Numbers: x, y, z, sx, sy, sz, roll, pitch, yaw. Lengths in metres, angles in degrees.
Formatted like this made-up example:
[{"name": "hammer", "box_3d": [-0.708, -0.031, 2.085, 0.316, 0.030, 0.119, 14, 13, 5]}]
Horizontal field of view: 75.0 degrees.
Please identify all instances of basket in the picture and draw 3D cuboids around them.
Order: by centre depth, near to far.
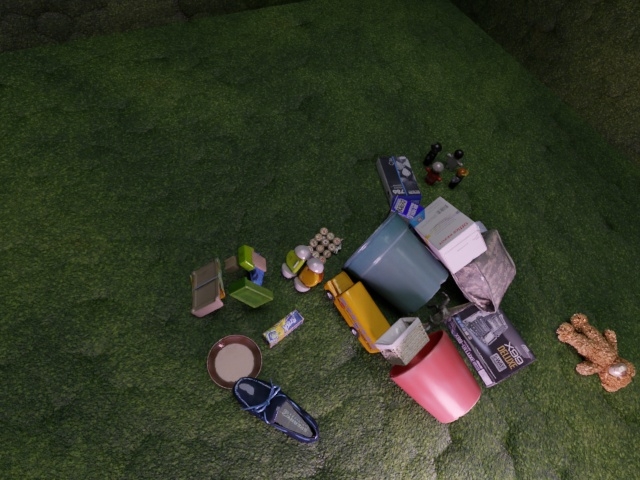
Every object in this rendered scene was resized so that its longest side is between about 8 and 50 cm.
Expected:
[{"name": "basket", "box_3d": [0.307, 0.376, 1.556, 0.167, 0.113, 0.103, -35, 97, -28]}]

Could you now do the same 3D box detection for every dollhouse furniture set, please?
[{"name": "dollhouse furniture set", "box_3d": [-0.355, 0.177, 1.643, 0.301, 0.151, 0.198, -27, 52, 23]}]

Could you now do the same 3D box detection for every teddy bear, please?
[{"name": "teddy bear", "box_3d": [1.186, 0.472, 1.791, 0.245, 0.113, 0.338, -10, 61, -15]}]

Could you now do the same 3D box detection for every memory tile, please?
[{"name": "memory tile", "box_3d": [0.011, 0.023, 1.852, 0.113, 0.012, 0.148, 38, 76, 5]}]

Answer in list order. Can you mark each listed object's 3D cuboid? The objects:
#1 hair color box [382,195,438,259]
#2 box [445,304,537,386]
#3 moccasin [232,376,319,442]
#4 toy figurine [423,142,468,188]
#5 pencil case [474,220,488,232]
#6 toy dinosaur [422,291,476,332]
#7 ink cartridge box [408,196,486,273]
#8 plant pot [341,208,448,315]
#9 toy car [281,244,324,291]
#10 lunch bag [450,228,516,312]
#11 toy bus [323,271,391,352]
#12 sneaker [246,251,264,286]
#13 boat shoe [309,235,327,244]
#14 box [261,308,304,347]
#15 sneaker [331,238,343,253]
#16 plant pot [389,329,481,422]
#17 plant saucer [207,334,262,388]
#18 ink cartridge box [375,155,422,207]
[{"name": "hair color box", "box_3d": [0.462, -0.051, 1.918, 0.338, 0.185, 0.110, 25, 57, 3]}, {"name": "box", "box_3d": [0.706, 0.416, 1.745, 0.242, 0.076, 0.307, -19, 64, -21]}, {"name": "moccasin", "box_3d": [-0.143, 0.570, 1.436, 0.342, 0.117, 0.138, 28, 66, 1]}, {"name": "toy figurine", "box_3d": [0.655, -0.394, 2.187, 0.209, 0.148, 0.213, 11, 57, -5]}, {"name": "pencil case", "box_3d": [0.780, 0.039, 1.969, 0.124, 0.113, 0.273, -22, 66, -25]}, {"name": "toy dinosaur", "box_3d": [0.511, 0.290, 1.746, 0.064, 0.268, 0.118, 40, 24, -37]}, {"name": "ink cartridge box", "box_3d": [0.507, -0.023, 1.670, 0.171, 0.168, 0.233, -38, 37, 5]}, {"name": "plant pot", "box_3d": [0.319, 0.110, 1.727, 0.334, 0.341, 0.341, 44, 60, 6]}, {"name": "toy car", "box_3d": [-0.061, 0.111, 1.752, 0.182, 0.159, 0.136, 45, 26, 16]}, {"name": "lunch bag", "box_3d": [0.697, 0.135, 1.769, 0.235, 0.169, 0.287, -47, 111, -31]}, {"name": "toy bus", "box_3d": [0.155, 0.280, 1.666, 0.108, 0.130, 0.333, -31, 85, -27]}, {"name": "sneaker", "box_3d": [-0.260, 0.139, 1.723, 0.082, 0.069, 0.209, -7, 60, -20]}, {"name": "boat shoe", "box_3d": [0.000, 0.000, 1.882, 0.100, 0.035, 0.035, -23, 75, -21]}, {"name": "box", "box_3d": [-0.146, 0.342, 1.627, 0.169, 0.059, 0.054, -35, 73, -27]}, {"name": "sneaker", "box_3d": [0.083, 0.028, 1.885, 0.037, 0.032, 0.083, 39, 69, 6]}, {"name": "plant pot", "box_3d": [0.435, 0.507, 1.541, 0.275, 0.275, 0.243, -37, 82, -28]}, {"name": "plant saucer", "box_3d": [-0.316, 0.450, 1.541, 0.198, 0.036, 0.199, 6, 58, -9]}, {"name": "ink cartridge box", "box_3d": [0.404, -0.286, 2.122, 0.165, 0.065, 0.333, -6, 61, -15]}]
